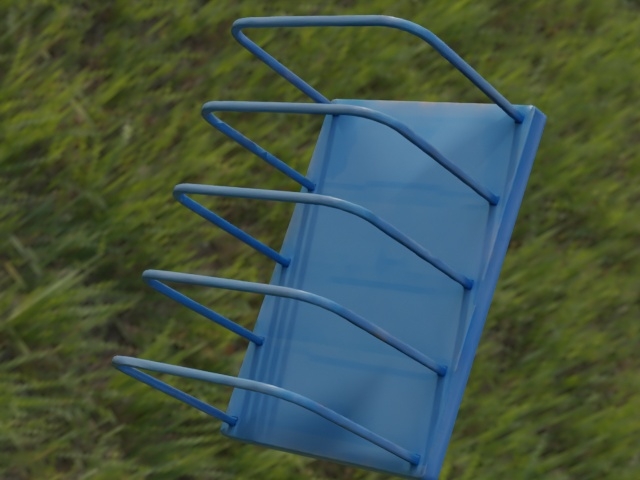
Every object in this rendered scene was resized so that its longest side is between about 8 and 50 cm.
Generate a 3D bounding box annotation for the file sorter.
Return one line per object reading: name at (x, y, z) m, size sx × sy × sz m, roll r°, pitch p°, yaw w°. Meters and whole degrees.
file sorter at (0.000, 0.000, 0.698) m, size 0.104 × 0.118 × 0.170 m, roll 32°, pitch 70°, yaw -46°
